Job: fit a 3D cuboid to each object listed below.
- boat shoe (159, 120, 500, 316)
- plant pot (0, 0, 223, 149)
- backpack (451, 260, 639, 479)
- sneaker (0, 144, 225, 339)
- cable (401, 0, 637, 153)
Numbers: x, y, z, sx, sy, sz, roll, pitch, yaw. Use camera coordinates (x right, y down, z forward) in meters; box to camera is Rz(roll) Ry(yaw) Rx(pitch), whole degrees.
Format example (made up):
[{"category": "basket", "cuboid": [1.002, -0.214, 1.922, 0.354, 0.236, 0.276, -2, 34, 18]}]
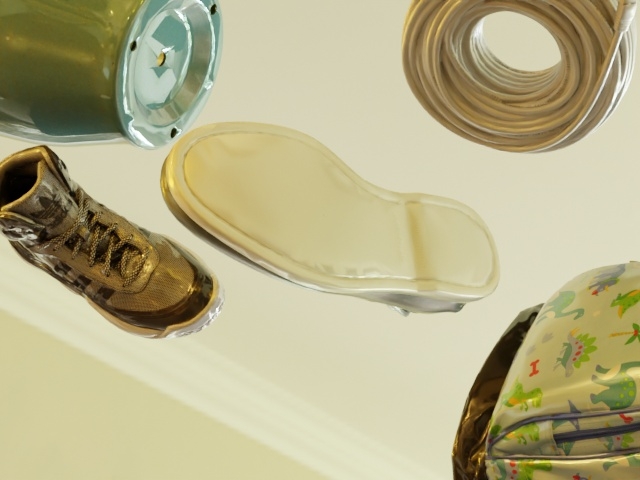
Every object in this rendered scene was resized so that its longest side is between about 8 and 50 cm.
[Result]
[{"category": "boat shoe", "cuboid": [0.000, 0.000, 0.923, 0.319, 0.116, 0.099, 15, -28, -41]}, {"category": "plant pot", "cuboid": [-0.249, -0.214, 1.254, 0.255, 0.271, 0.271, 19, -31, 24]}, {"category": "backpack", "cuboid": [0.330, 0.149, 1.207, 0.356, 0.290, 0.273, 5, -50, 35]}, {"category": "sneaker", "cuboid": [-0.221, -0.001, 1.165, 0.269, 0.101, 0.153, 25, -17, 25]}, {"category": "cable", "cuboid": [0.220, -0.218, 1.369, 0.257, 0.089, 0.257, 12, -47, 16]}]
